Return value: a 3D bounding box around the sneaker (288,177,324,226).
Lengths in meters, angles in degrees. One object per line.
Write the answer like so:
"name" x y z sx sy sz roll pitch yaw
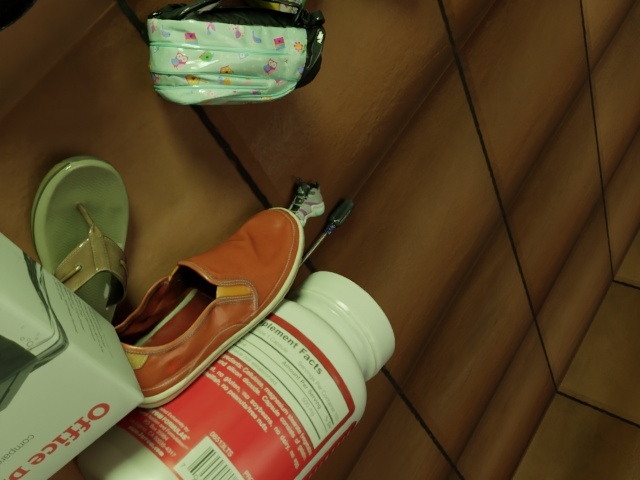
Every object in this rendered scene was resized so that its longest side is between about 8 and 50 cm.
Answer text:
"sneaker" -0.032 -0.059 0.966 0.098 0.038 0.069 -38 131 -47

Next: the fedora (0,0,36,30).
"fedora" -0.298 -0.296 0.449 0.334 0.153 0.333 -24 123 -43

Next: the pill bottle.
"pill bottle" -0.087 0.225 0.864 0.408 0.229 0.229 -40 133 -33

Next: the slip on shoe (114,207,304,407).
"slip on shoe" -0.131 0.058 0.809 0.331 0.123 0.101 -46 144 -35

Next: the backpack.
"backpack" -0.102 -0.211 0.732 0.182 0.152 0.115 -11 105 -35

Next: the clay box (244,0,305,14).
"clay box" -0.069 -0.355 0.753 0.127 0.053 0.222 -68 158 -3

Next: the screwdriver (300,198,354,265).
"screwdriver" 0.000 0.000 1.046 0.170 0.024 0.025 -52 168 -13

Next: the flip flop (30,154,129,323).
"flip flop" -0.254 0.046 0.706 0.112 0.080 0.277 -2 107 -50

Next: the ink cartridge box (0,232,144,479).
"ink cartridge box" -0.336 0.101 0.543 0.223 0.129 0.307 -39 136 -6
